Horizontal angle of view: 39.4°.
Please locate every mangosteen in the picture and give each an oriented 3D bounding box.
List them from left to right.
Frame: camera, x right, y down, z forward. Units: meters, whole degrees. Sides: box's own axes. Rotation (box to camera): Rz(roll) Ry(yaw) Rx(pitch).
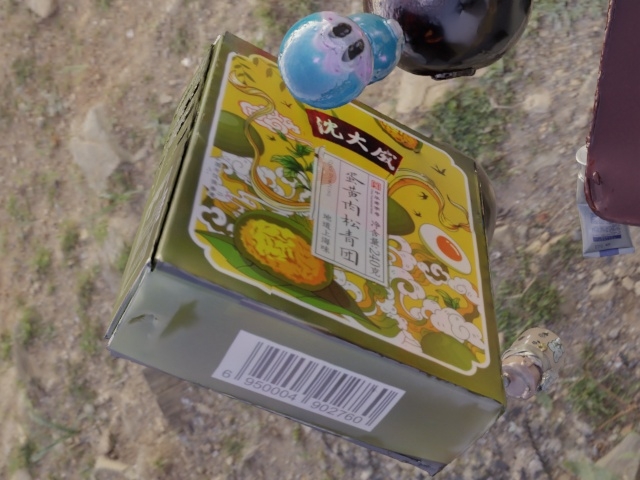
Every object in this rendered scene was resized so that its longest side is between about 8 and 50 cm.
[{"bbox_3d":[0.162,-0.346,1.173,0.228,0.228,0.265,0,103,33],"label":"mangosteen"}]

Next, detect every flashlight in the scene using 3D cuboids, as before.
[{"bbox_3d":[0.016,-0.106,0.503,0.051,0.129,0.051,6,109,18],"label":"flashlight"}]

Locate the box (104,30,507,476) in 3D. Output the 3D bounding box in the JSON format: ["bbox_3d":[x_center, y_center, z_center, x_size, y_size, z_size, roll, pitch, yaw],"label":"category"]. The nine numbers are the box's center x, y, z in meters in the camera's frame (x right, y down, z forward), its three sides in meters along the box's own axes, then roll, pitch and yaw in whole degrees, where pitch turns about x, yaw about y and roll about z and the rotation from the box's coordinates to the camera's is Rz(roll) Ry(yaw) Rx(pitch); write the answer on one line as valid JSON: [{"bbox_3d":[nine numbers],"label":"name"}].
[{"bbox_3d":[0.000,0.000,0.977,0.373,0.420,0.138,24,130,-16],"label":"box"}]

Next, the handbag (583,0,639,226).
[{"bbox_3d":[0.371,-0.126,0.736,0.276,0.084,0.260,11,102,23],"label":"handbag"}]

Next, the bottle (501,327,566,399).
[{"bbox_3d":[0.349,0.216,1.501,0.099,0.152,0.099,13,115,30],"label":"bottle"}]

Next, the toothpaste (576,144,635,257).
[{"bbox_3d":[0.518,-0.063,1.651,0.096,0.061,0.266,-7,134,20],"label":"toothpaste"}]

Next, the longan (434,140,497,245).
[{"bbox_3d":[0.198,-0.039,1.631,0.243,0.300,0.300,4,104,37],"label":"longan"}]
